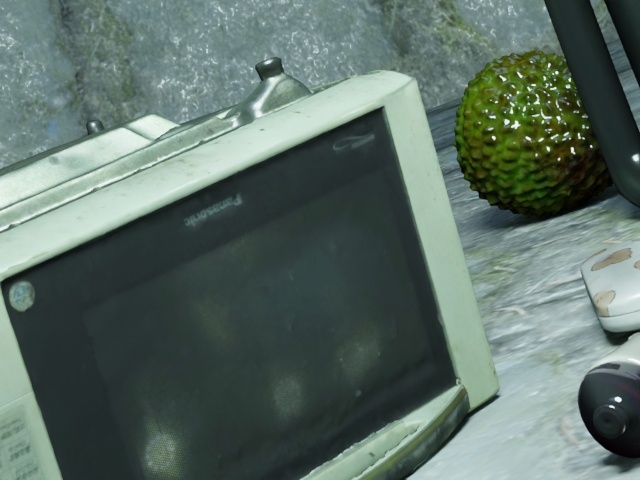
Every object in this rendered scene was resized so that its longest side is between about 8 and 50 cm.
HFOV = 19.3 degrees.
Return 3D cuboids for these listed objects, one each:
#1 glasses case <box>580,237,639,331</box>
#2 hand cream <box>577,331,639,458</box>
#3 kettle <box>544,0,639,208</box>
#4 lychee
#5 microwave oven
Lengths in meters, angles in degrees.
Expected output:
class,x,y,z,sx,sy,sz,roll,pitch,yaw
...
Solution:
class,x,y,z,sx,sy,sz,roll,pitch,yaw
glasses case,0.205,0.027,1.231,0.063,0.041,0.164,-20,7,7
hand cream,0.190,0.060,0.985,0.186,0.054,0.087,-30,-26,-52
kettle,0.286,-0.171,1.416,0.262,0.308,0.203,-17,9,23
lychee,0.204,-0.099,1.720,0.171,0.171,0.171,-20,7,3
microwave oven,-0.141,0.065,1.116,0.394,0.247,0.333,-27,11,-39
